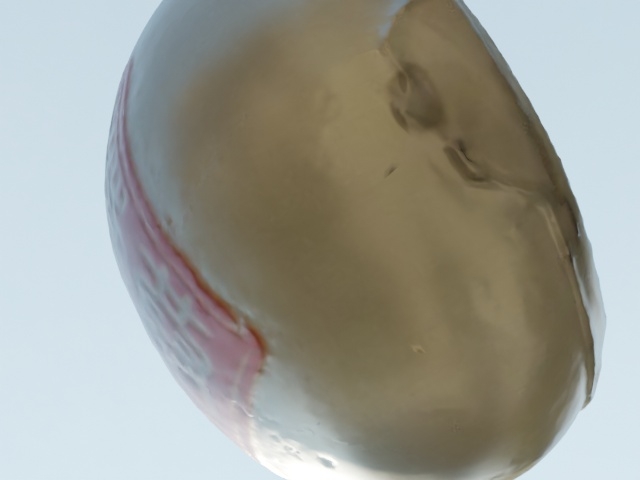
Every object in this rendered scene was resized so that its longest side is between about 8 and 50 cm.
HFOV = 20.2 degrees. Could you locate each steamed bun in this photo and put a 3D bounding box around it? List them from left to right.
[{"bbox_3d":[0.000,0.000,1.106,0.241,0.374,0.374,-29,-55,-8],"label":"steamed bun"}]
